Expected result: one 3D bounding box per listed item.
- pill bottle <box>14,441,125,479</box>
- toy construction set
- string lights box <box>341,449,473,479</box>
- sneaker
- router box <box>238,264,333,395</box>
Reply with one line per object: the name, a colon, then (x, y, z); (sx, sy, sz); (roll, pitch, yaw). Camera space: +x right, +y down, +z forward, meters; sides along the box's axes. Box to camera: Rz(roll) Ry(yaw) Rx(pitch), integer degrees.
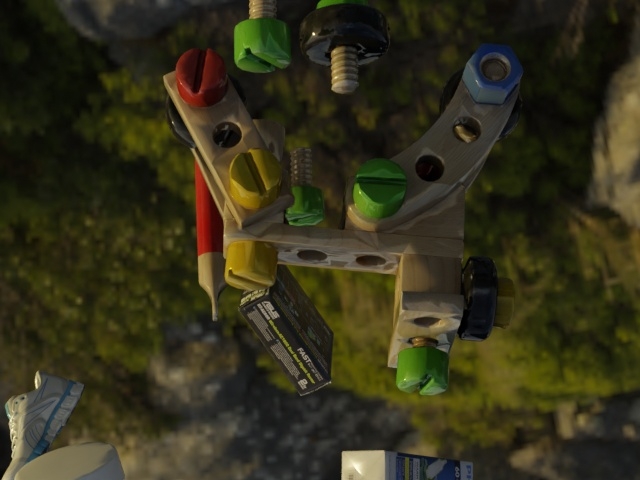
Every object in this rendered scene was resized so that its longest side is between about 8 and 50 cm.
pill bottle: (-0.266, 0.402, 1.861); (0.169, 0.301, 0.169); (-12, -166, 3)
toy construction set: (0.000, 0.000, 1.091); (0.257, 0.237, 0.309); (7, 160, -28)
string lights box: (0.129, 0.380, 2.267); (0.077, 0.133, 0.260); (-7, 166, 33)
sneaker: (-0.388, 0.251, 2.060); (0.083, 0.190, 0.071); (28, 138, -3)
router box: (-0.033, 0.083, 1.575); (0.038, 0.092, 0.122); (-28, 114, 16)
